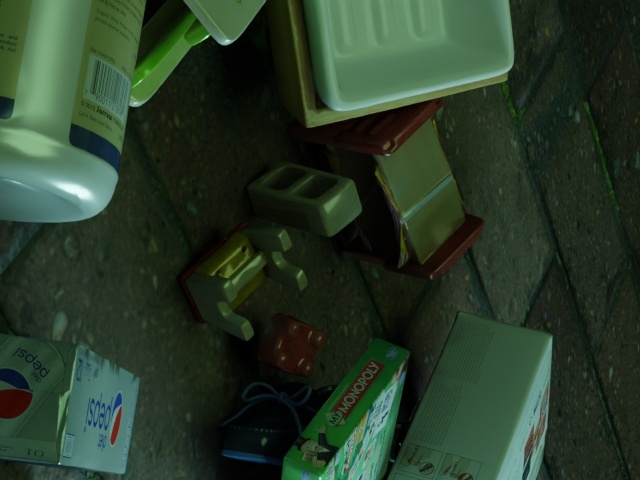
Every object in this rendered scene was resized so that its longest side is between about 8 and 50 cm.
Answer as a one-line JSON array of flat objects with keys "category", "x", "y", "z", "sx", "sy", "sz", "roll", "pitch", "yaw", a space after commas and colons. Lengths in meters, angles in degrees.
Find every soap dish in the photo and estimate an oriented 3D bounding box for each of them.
[{"category": "soap dish", "x": 0.068, "y": -0.260, "z": 1.590, "sx": 0.290, "sy": 0.118, "sz": 0.229, "roll": -17, "pitch": 104, "yaw": -35}]

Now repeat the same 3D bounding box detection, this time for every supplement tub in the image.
[{"category": "supplement tub", "x": -0.246, "y": -0.189, "z": 1.124, "sx": 0.228, "sy": 0.228, "sz": 0.316, "roll": 25, "pitch": 70, "yaw": -56}]

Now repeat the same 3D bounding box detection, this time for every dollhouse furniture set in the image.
[{"category": "dollhouse furniture set", "x": 0.000, "y": 0.000, "z": 1.650, "sx": 0.374, "sy": 0.152, "sz": 0.201, "roll": -42, "pitch": 128, "yaw": -29}]

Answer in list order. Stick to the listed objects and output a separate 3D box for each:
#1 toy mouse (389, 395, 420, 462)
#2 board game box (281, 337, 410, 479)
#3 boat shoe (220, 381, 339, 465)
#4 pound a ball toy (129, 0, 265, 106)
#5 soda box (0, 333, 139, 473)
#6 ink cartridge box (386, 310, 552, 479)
[{"category": "toy mouse", "x": 0.109, "y": 0.270, "z": 1.904, "sx": 0.161, "sy": 0.031, "sz": 0.143, "roll": 12, "pitch": 81, "yaw": -58}, {"category": "board game box", "x": 0.014, "y": 0.288, "z": 1.620, "sx": 0.213, "sy": 0.046, "sz": 0.317, "roll": -47, "pitch": 153, "yaw": -46}, {"category": "boat shoe", "x": -0.040, "y": 0.193, "z": 1.609, "sx": 0.258, "sy": 0.109, "sz": 0.089, "roll": 8, "pitch": 92, "yaw": -74}, {"category": "pound a ball toy", "x": -0.161, "y": -0.225, "z": 1.359, "sx": 0.136, "sy": 0.208, "sz": 0.319, "roll": 51, "pitch": 32, "yaw": -16}, {"category": "soda box", "x": -0.220, "y": 0.136, "z": 1.189, "sx": 0.286, "sy": 0.098, "sz": 0.091, "roll": 82, "pitch": 15, "yaw": -80}, {"category": "ink cartridge box", "x": 0.185, "y": 0.298, "z": 1.849, "sx": 0.272, "sy": 0.130, "sz": 0.309, "roll": 83, "pitch": 27, "yaw": -47}]
